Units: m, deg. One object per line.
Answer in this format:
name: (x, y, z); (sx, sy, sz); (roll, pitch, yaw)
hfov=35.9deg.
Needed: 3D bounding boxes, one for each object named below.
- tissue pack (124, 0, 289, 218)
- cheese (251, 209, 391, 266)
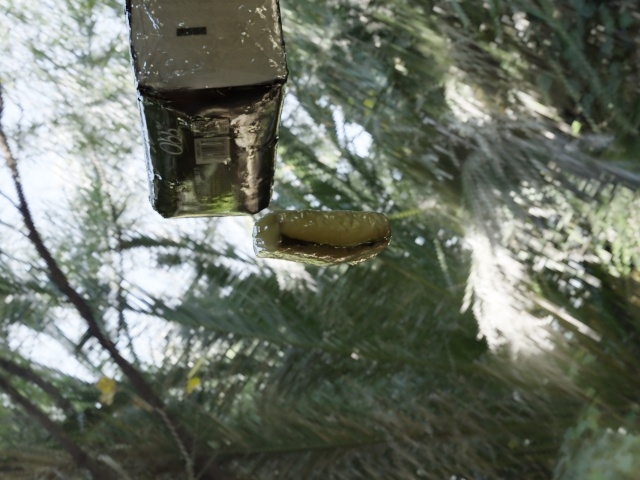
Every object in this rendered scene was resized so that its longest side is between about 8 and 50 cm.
tissue pack: (-0.161, -0.190, 1.392); (0.370, 0.210, 0.198); (106, 163, -65)
cheese: (0.000, 0.000, 0.563); (0.083, 0.030, 0.044); (1, -15, -31)
